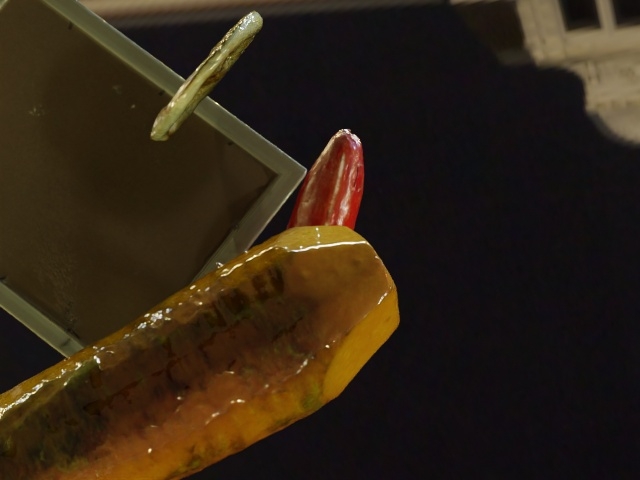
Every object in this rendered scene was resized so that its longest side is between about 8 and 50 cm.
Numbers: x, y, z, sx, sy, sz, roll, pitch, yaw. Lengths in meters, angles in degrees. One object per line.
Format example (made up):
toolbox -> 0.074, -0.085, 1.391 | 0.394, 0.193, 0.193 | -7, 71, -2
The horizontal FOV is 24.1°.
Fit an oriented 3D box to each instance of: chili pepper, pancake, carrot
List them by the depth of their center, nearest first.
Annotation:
carrot -> -0.093, 0.094, 0.941 | 0.302, 0.114, 0.114 | -30, -126, -9
pancake -> -0.075, -0.104, 0.964 | 0.017, 0.108, 0.108 | 42, -103, -2
chili pepper -> -0.001, 0.000, 1.099 | 0.088, 0.065, 0.169 | -166, -90, -70

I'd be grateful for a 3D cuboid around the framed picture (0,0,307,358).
framed picture -> -0.194, -0.051, 1.170 | 0.296, 0.019, 0.232 | 37, -102, 7
